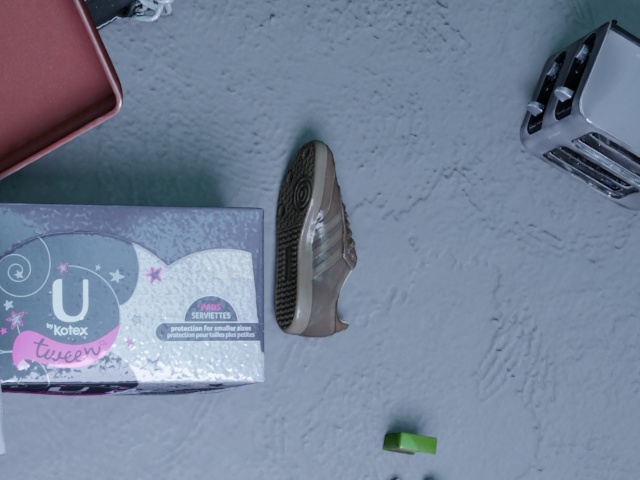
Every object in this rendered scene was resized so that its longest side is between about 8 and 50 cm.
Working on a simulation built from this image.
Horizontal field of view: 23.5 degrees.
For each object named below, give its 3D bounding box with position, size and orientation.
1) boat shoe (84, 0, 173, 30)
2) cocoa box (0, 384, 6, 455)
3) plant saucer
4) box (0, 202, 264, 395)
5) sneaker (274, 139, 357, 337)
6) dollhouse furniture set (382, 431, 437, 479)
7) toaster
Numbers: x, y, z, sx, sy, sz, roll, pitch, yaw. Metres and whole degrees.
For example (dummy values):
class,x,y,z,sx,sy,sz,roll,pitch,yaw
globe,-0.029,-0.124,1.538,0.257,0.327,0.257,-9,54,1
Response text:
class,x,y,z,sx,sy,sz,roll,pitch,yaw
boat shoe,-0.169,-0.261,1.436,0.105,0.113,0.306,35,65,6
cocoa box,-0.451,0.081,1.186,0.347,0.228,0.232,-8,84,9
plant saucer,-0.298,-0.186,1.350,0.047,0.258,0.259,-22,88,-56
box,-0.182,0.055,1.374,0.247,0.142,0.163,1,82,-15
sneaker,0.000,0.000,1.484,0.071,0.066,0.188,10,85,-31
dollhouse furniture set,0.078,0.261,1.464,0.076,0.058,0.152,13,79,-14
toaster,0.306,-0.117,1.526,0.185,0.168,0.110,30,78,-9
